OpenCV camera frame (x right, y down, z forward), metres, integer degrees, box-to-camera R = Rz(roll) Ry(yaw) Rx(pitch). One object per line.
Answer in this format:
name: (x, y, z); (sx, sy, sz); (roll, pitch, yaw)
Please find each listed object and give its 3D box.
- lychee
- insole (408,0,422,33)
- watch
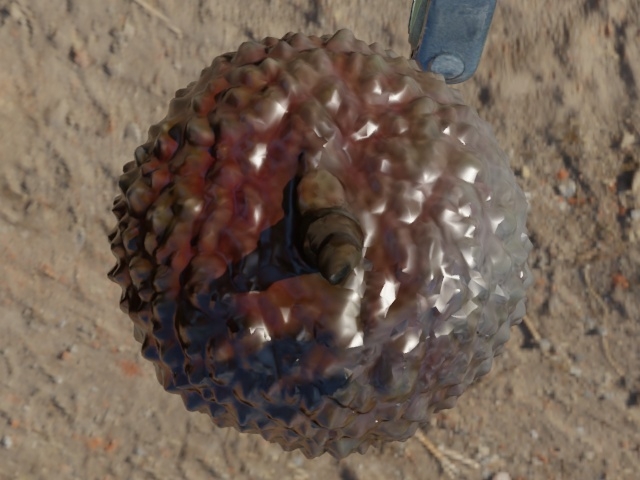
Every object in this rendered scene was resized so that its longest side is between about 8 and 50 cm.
lychee: (0.000, 0.000, 0.406); (0.165, 0.165, 0.197); (14, 170, 1)
insole: (0.082, -0.209, 0.771); (0.002, 0.153, 0.053); (14, 143, 8)
watch: (0.112, -0.239, 0.821); (0.068, 0.193, 0.206); (8, 144, -1)
